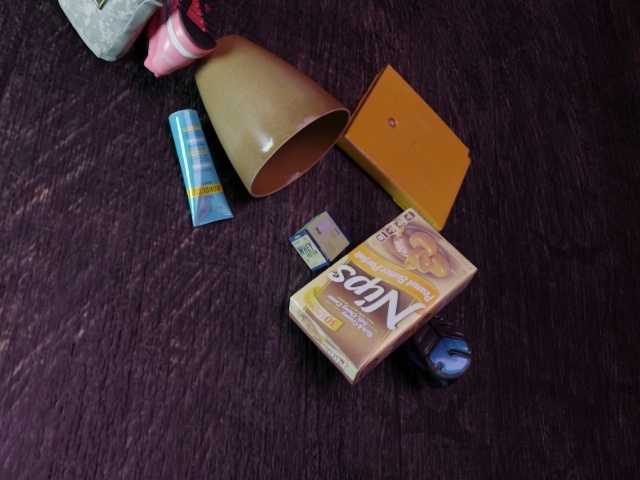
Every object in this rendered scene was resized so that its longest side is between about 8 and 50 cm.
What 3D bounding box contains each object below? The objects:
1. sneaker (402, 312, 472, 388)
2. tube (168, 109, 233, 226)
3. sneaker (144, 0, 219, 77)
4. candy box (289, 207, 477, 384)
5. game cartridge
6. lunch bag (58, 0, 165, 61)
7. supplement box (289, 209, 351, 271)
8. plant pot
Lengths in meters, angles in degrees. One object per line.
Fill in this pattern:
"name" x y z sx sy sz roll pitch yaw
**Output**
"sneaker" 0.180 0.146 1.311 0.125 0.140 0.341 -15 61 -14
"tube" -0.224 -0.132 1.165 0.080 0.052 0.207 -16 88 -29
"sneaker" -0.278 -0.418 1.194 0.116 0.136 0.314 41 28 -37
"candy box" 0.118 0.097 1.201 0.316 0.087 0.183 -36 68 -24
"game cartridge" 0.209 -0.216 1.511 0.323 0.052 0.285 43 53 -18
"lunch bag" -0.338 -0.483 1.091 0.169 0.235 0.287 7 68 -40
"supplement box" 0.000 0.000 1.265 0.083 0.056 0.083 53 51 -7
"plant pot" -0.113 -0.254 1.193 0.237 0.237 0.254 -32 79 -40
